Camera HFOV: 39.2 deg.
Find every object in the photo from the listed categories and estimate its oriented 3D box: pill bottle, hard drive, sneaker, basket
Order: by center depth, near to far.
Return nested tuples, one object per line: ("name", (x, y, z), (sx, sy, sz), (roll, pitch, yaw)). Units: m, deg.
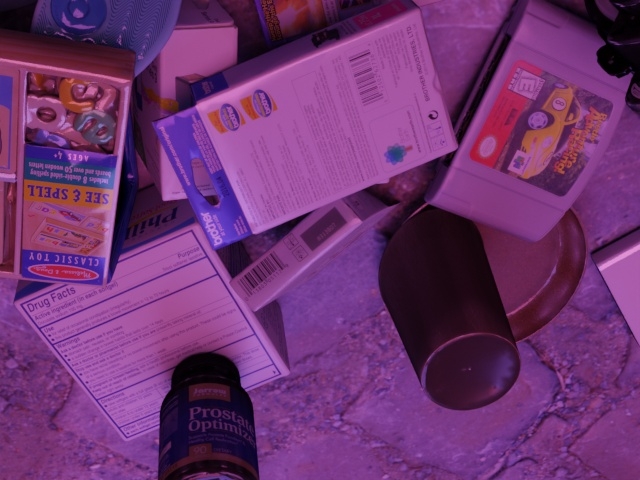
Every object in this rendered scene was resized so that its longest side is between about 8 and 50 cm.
("sneaker", (-0.202, -0.279, 0.940), (0.127, 0.208, 0.319), (29, 86, -18))
("pill bottle", (-0.142, 0.248, 1.128), (0.122, 0.219, 0.123), (-4, 125, -6))
("basket", (0.172, 0.101, 1.193), (0.154, 0.227, 0.205), (0, 122, -8))
("hard drive", (0.592, 0.023, 1.370), (0.307, 0.040, 0.203), (-30, 122, 12))

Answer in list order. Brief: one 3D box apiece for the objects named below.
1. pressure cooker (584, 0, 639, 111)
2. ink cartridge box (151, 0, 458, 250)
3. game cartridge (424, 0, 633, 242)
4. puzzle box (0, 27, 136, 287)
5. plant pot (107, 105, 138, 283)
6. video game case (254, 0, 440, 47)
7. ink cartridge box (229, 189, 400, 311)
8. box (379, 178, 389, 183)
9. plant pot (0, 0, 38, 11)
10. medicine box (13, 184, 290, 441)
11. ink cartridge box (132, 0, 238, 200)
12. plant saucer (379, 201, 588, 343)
("pressure cooker", (0.496, -0.281, 0.967), (0.420, 0.370, 0.375), (34, 129, -25))
("ink cartridge box", (-0.014, -0.128, 1.006), (0.311, 0.065, 0.186), (-25, 126, -4))
("game cartridge", (0.282, -0.149, 1.175), (0.196, 0.060, 0.294), (18, 107, -21))
("puzzle box", (-0.393, -0.083, 0.843), (0.408, 0.052, 0.272), (6, 132, -13))
("plant pot", (-0.342, -0.104, 1.047), (0.212, 0.236, 0.236), (1, 124, -2))
("video game case", (0.020, -0.381, 1.015), (0.244, 0.061, 0.270), (-15, 122, 1))
("ink cartridge box", (0.000, 0.000, 1.193), (0.189, 0.232, 0.066), (-40, 89, 18))
("box", (-0.006, -0.135, 1.130), (0.170, 0.130, 0.091), (-5, 122, -6))
("plant pot", (-0.344, -0.372, 0.863), (0.271, 0.272, 0.255), (-1, 137, -7))
("medicine box", (-0.221, 0.094, 1.237), (0.263, 0.149, 0.289), (-23, 122, 7))
("ink cartridge box", (-0.163, -0.177, 1.058), (0.093, 0.154, 0.213), (-7, 125, -23))
("plant saucer", (0.237, 0.034, 1.323), (0.310, 0.050, 0.311), (-4, 124, -5))
